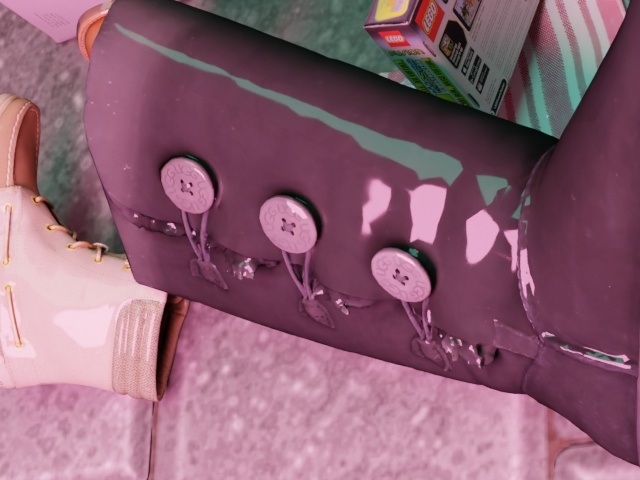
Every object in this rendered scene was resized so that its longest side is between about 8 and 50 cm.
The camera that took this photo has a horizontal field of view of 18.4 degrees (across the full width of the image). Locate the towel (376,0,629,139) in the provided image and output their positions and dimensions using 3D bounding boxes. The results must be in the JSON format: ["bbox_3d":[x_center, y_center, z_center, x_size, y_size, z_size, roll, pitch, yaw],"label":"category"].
[{"bbox_3d":[0.124,-0.086,1.307,0.197,0.029,0.144,-24,58,23],"label":"towel"}]

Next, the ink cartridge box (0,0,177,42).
[{"bbox_3d":[-0.172,-0.292,1.408,0.272,0.309,0.130,-14,63,26],"label":"ink cartridge box"}]

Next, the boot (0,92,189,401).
[{"bbox_3d":[-0.172,0.005,1.397,0.165,0.077,0.213,4,84,14],"label":"boot"}]

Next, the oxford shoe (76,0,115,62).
[{"bbox_3d":[-0.117,-0.101,1.367,0.076,0.212,0.076,-13,67,2],"label":"oxford shoe"}]

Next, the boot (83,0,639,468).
[{"bbox_3d":[0.057,-0.074,1.157,0.445,0.146,0.367,24,126,34],"label":"boot"}]

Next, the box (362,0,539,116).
[{"bbox_3d":[0.104,-0.190,1.285,0.036,0.114,0.207,1,58,40],"label":"box"}]
